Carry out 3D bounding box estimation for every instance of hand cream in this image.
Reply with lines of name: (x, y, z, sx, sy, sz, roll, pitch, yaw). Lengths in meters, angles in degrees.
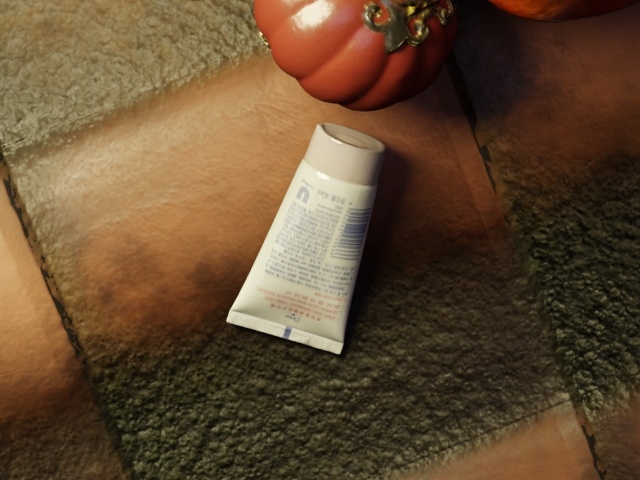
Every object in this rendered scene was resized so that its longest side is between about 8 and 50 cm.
hand cream: (0.000, 0.000, 1.719, 0.133, 0.083, 0.248, 19, 107, -6)

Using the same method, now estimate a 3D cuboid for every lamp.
lamp: (0.033, -0.240, 1.620, 0.226, 0.227, 0.227, -1, 98, -4)

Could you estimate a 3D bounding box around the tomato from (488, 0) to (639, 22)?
tomato: (0.239, -0.357, 1.621, 0.334, 0.176, 0.290, -9, 76, -33)
